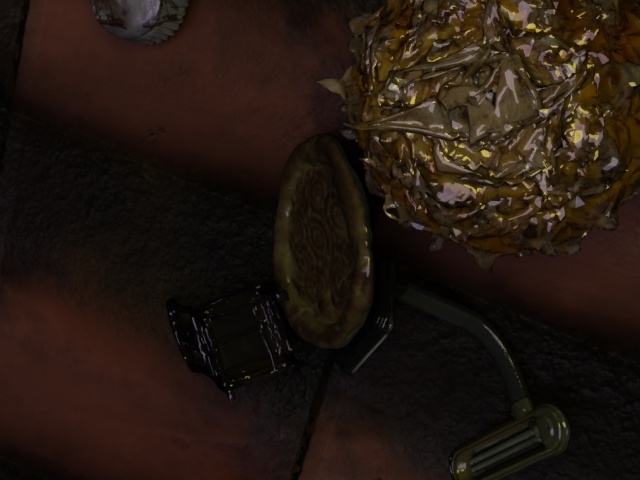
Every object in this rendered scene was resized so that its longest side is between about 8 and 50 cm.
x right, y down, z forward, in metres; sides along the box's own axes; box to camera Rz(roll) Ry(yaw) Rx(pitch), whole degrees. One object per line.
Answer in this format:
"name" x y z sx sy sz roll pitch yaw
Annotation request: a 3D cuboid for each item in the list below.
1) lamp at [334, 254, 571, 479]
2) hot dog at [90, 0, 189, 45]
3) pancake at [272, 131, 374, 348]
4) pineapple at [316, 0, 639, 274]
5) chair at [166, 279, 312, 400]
"lamp" 0.126 0.161 1.394 0.283 0.124 0.203 33 130 -9
"hot dog" -0.202 -0.355 1.376 0.144 0.075 0.268 11 107 13
"pancake" 0.001 0.000 1.351 0.250 0.031 0.250 177 90 -66
"pineapple" 0.179 -0.148 1.174 0.352 0.300 0.352 4 102 18
"chair" -0.105 0.110 1.458 0.113 0.229 0.106 -18 100 -14
